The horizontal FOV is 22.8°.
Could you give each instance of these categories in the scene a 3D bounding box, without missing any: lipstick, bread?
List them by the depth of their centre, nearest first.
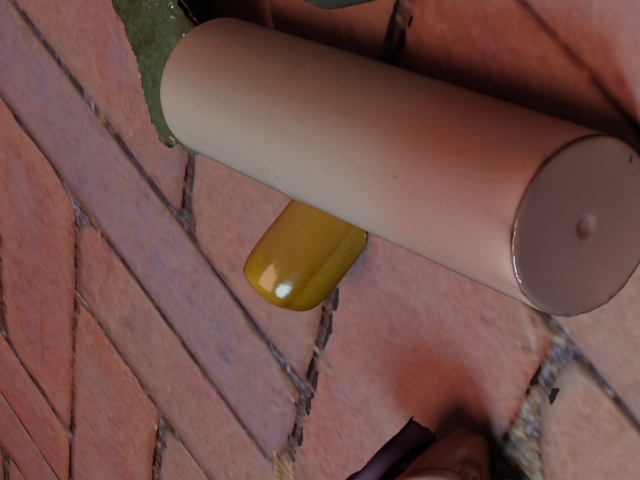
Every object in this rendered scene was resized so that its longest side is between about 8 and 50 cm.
[{"bbox_3d":[0.029,-0.050,0.833,0.327,0.087,0.087,26,137,52],"label":"lipstick"},{"bbox_3d":[0.001,-0.001,0.998,0.062,0.103,0.049,26,-161,-42],"label":"bread"}]

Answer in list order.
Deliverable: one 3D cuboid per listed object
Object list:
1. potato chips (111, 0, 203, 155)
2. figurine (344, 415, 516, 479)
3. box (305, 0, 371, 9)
[{"bbox_3d":[-0.104,-0.162,1.018,0.228,0.059,0.167,67,165,-10],"label":"potato chips"},{"bbox_3d":[0.082,0.172,0.964,0.157,0.114,0.126,25,179,11],"label":"figurine"},{"bbox_3d":[0.066,-0.165,0.576,0.210,0.148,0.129,3,110,60],"label":"box"}]
